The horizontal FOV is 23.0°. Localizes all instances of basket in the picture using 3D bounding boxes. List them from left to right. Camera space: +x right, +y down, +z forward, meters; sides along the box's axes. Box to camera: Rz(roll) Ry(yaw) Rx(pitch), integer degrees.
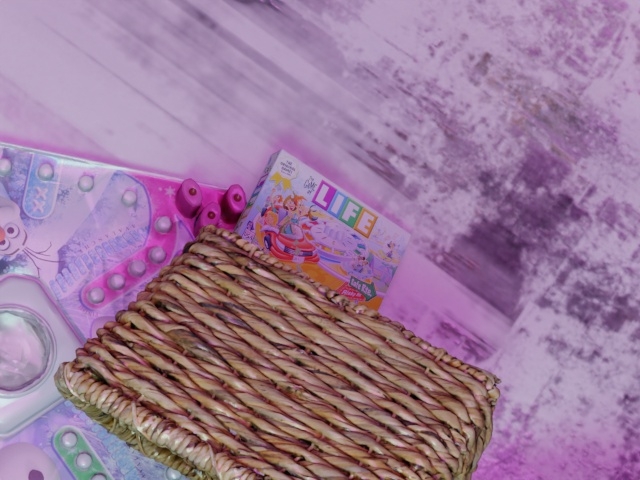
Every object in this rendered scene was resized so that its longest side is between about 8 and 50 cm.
[{"bbox_3d":[-0.045,0.172,1.251,0.299,0.213,0.223,28,45,14],"label":"basket"}]

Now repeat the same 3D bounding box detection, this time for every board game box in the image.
[{"bbox_3d":[-0.276,0.098,1.392,0.390,0.050,0.390,11,73,-9],"label":"board game box"},{"bbox_3d":[0.000,0.000,1.461,0.154,0.026,0.103,32,66,-17],"label":"board game box"}]
